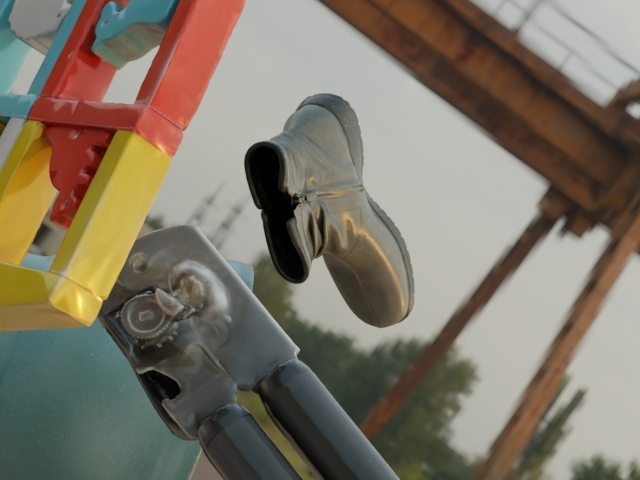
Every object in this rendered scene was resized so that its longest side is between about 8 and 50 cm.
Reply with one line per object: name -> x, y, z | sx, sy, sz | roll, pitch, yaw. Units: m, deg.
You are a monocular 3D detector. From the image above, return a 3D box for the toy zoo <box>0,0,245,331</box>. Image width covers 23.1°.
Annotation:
toy zoo -> -0.136, -0.065, 0.804 | 0.192, 0.293, 0.030 | 8, -20, 48

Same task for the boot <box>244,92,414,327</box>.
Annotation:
boot -> 0.000, 0.000, 1.426 | 0.083, 0.161, 0.246 | -9, -67, 28

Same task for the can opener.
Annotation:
can opener -> -0.022, 0.109, 0.819 | 0.283, 0.076, 0.095 | 50, -15, 23

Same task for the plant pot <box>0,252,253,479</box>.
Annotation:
plant pot -> -0.202, 0.123, 1.355 | 0.196, 0.293, 0.293 | 21, -4, -8
